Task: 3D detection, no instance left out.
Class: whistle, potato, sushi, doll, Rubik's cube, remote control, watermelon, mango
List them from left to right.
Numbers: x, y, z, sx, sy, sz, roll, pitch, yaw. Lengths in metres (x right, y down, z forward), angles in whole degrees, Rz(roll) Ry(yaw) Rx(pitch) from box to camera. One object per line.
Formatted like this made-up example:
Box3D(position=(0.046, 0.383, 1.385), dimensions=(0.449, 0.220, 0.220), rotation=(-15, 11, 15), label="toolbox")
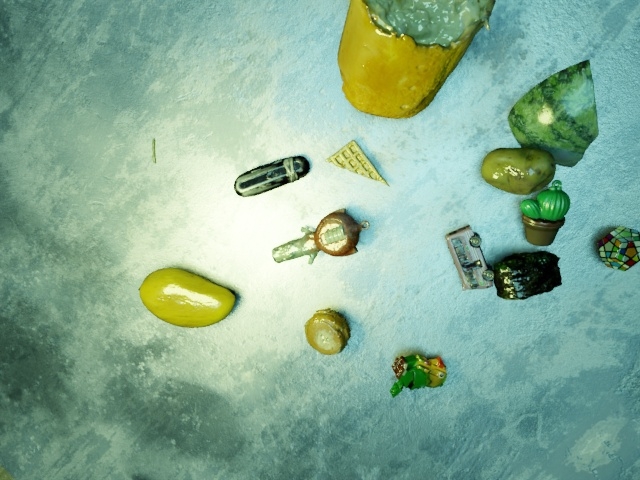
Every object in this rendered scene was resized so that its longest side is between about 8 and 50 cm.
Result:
Box3D(position=(-0.468, 0.209, 1.648), dimensions=(0.331, 0.142, 0.195), rotation=(22, 107, 3), label="mango")
Box3D(position=(-0.165, -0.210, 1.562), dimensions=(0.266, 0.066, 0.090), rotation=(-18, 100, 12), label="remote control")
Box3D(position=(-0.001, -0.001, 1.545), dimensions=(0.346, 0.134, 0.142), rotation=(-19, 105, 20), label="whistle")
Box3D(position=(0.325, 0.443, 1.571), dimensions=(0.186, 0.106, 0.134), rotation=(-4, 105, -6), label="doll")
Box3D(position=(0.575, -0.207, 1.384), dimensions=(0.200, 0.154, 0.137), rotation=(8, 72, 35), label="potato")
Box3D(position=(0.619, 0.098, 1.420), dimensions=(0.225, 0.124, 0.127), rotation=(-10, 93, -28), label="sushi")
Box3D(position=(0.682, -0.337, 1.359), dimensions=(0.176, 0.256, 0.260), rotation=(-12, 90, -33), label="watermelon")
Box3D(position=(0.889, 0.025, 1.401), dimensions=(0.133, 0.133, 0.112), rotation=(31, 79, 3), label="Rubik's cube")

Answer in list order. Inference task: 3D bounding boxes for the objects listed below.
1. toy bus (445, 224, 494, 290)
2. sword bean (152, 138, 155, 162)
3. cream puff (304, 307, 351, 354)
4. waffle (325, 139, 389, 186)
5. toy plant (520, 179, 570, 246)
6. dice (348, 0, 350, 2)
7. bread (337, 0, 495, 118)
Box3D(position=(0.467, 0.058, 1.487), dimensions=(0.108, 0.096, 0.199), rotation=(-21, 94, 16), label="toy bus")
Box3D(position=(-0.576, -0.308, 1.643), dimensions=(0.012, 0.012, 0.083), rotation=(4, 102, 9), label="sword bean")
Box3D(position=(0.028, 0.302, 1.592), dimensions=(0.150, 0.115, 0.165), rotation=(0, 109, 17), label="cream puff")
Box3D(position=(0.118, -0.216, 1.530), dimensions=(0.125, 0.032, 0.191), rotation=(-35, 91, 12), label="waffle")
Box3D(position=(0.665, -0.084, 1.419), dimensions=(0.143, 0.105, 0.200), rotation=(1, 109, 3), label="toy plant")
Box3D(position=(0.172, -0.770, 1.333), dimensions=(0.192, 0.193, 0.194), rotation=(3, 88, 12), label="dice")
Box3D(position=(0.231, -0.504, 1.292), dimensions=(0.361, 0.394, 0.250), rotation=(6, 59, -9), label="bread")
